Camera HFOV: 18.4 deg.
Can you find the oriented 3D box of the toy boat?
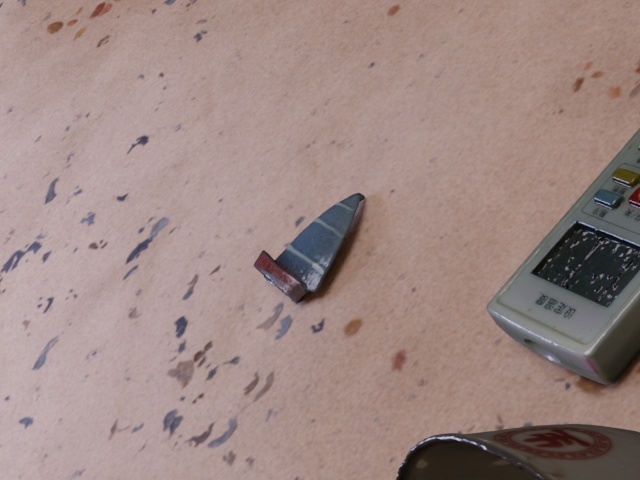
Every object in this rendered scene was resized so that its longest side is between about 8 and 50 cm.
[{"bbox_3d":[0.000,0.000,1.835,0.122,0.034,0.096,-44,37,-5],"label":"toy boat"}]

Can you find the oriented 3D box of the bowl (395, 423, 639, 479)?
[{"bbox_3d":[0.203,0.222,1.122,0.157,0.337,0.337,-30,26,-22],"label":"bowl"}]

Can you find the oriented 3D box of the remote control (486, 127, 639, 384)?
[{"bbox_3d":[0.283,-0.041,1.555,0.344,0.050,0.145,-49,32,-10],"label":"remote control"}]
